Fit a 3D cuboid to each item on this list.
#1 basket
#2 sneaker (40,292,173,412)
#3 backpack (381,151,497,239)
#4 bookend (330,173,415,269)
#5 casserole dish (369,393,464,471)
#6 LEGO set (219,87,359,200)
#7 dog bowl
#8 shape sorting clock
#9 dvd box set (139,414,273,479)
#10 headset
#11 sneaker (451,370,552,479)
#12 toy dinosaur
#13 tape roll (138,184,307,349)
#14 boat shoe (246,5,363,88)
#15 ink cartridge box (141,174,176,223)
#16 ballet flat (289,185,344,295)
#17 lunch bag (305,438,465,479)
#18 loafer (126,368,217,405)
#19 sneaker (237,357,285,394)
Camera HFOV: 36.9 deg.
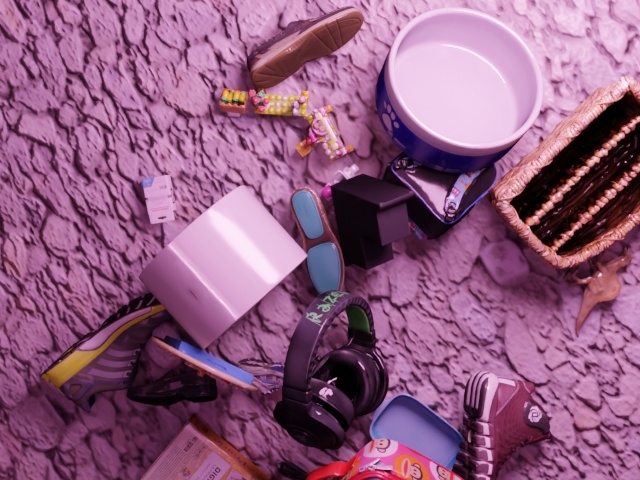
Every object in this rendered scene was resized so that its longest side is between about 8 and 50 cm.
[{"bbox_3d":[0.452,-0.094,1.591,0.299,0.223,0.213,-44,90,6],"label":"basket"},{"bbox_3d":[-0.362,0.200,1.761,0.300,0.111,0.121,-35,102,13],"label":"sneaker"},{"bbox_3d":[0.209,-0.106,1.662,0.158,0.117,0.173,46,62,8],"label":"backpack"},{"bbox_3d":[0.098,-0.018,1.636,0.072,0.157,0.156,-22,114,-25],"label":"bookend"},{"bbox_3d":[0.177,0.356,1.749,0.188,0.037,0.114,37,97,0],"label":"casserole dish"},{"bbox_3d":[-0.047,-0.203,1.683,0.287,0.107,0.132,39,97,0],"label":"LEGO set"},{"bbox_3d":[0.228,-0.250,1.597,0.265,0.104,0.265,4,68,-11],"label":"dog bowl"},{"bbox_3d":[-0.202,0.217,1.672,0.206,0.206,0.040,25,80,3],"label":"shape sorting clock"},{"bbox_3d":[-0.173,0.573,1.788,0.420,0.062,0.307,38,97,1],"label":"dvd box set"},{"bbox_3d":[-0.004,0.272,1.678,0.185,0.243,0.394,11,115,28],"label":"headset"},{"bbox_3d":[0.329,0.375,1.690,0.162,0.106,0.281,7,95,-17],"label":"sneaker"},{"bbox_3d":[0.479,0.080,1.688,0.092,0.053,0.183,33,97,0],"label":"toy dinosaur"},{"bbox_3d":[-0.166,0.046,1.649,0.246,0.246,0.169,-42,91,7],"label":"tape roll"},{"bbox_3d":[-0.033,-0.354,1.684,0.223,0.080,0.073,-32,59,4],"label":"boat shoe"},{"bbox_3d":[-0.293,-0.075,1.756,0.048,0.028,0.083,-9,94,6],"label":"ink cartridge box"},{"bbox_3d":[0.000,0.000,1.717,0.073,0.067,0.206,-12,97,11],"label":"ballet flat"},{"bbox_3d":[0.090,0.467,1.633,0.258,0.120,0.293,33,125,-7],"label":"lunch bag"},{"bbox_3d":[-0.274,0.269,1.777,0.170,0.062,0.061,-3,67,1],"label":"loafer"},{"bbox_3d":[-0.087,0.255,1.762,0.135,0.052,0.058,10,106,12],"label":"sneaker"}]
